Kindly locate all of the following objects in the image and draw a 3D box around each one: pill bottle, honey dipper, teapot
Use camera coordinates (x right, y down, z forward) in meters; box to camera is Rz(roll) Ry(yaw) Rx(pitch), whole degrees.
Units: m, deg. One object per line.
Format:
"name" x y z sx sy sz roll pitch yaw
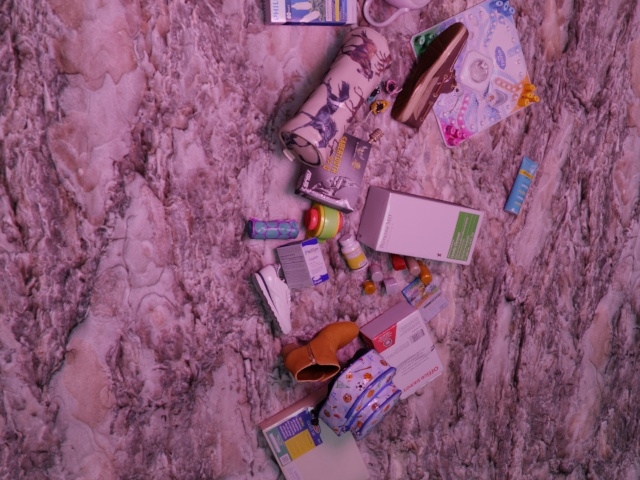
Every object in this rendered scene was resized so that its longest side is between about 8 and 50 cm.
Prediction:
"pill bottle" 0.106 0.039 1.849 0.065 0.065 0.116 -32 111 -12
"honey dipper" 0.136 -0.294 1.807 0.161 0.030 0.030 -43 114 -4
"teapot" 0.226 -0.794 1.648 0.256 0.187 0.252 -50 143 -23

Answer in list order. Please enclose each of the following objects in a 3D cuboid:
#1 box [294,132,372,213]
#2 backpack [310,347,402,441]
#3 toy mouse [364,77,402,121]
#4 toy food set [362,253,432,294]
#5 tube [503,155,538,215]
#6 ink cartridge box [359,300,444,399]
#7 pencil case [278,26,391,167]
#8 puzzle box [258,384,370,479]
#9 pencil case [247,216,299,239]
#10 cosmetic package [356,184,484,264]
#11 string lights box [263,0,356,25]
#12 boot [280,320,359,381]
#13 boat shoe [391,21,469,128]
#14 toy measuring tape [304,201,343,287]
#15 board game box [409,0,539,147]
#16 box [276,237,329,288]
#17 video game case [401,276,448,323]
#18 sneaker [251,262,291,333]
"box" 0.040 -0.217 1.715 0.183 0.056 0.230 21 74 -15
"backpack" 0.128 0.482 1.802 0.277 0.213 0.263 -38 148 -39
"toy mouse" 0.186 -0.464 1.755 0.161 0.031 0.143 -32 144 -16
"toy food set" 0.249 0.102 1.923 0.233 0.104 0.111 -14 122 0
"tube" 0.725 -0.195 2.056 0.080 0.052 0.206 23 87 -35
"ink cartridge box" 0.283 0.380 1.971 0.197 0.114 0.272 -31 110 -14
"pencil case" 0.040 -0.404 1.624 0.160 0.183 0.410 36 79 -15
"puzzle box" -0.012 0.730 1.969 0.272 0.052 0.408 -26 110 -14
"pencil case" -0.145 -0.037 1.733 0.152 0.064 0.070 -2 119 -22
"cosmetic package" 0.326 -0.048 1.869 0.366 0.155 0.196 7 102 -24
"string lights box" -0.030 -0.685 1.622 0.260 0.077 0.133 -8 106 -20
"boot" 0.028 0.362 1.812 0.295 0.211 0.104 -17 108 -18
"boat shoe" 0.360 -0.500 1.758 0.123 0.123 0.341 22 114 -23
"toy measuring tape" 0.000 0.000 1.772 0.122 0.121 0.329 6 100 -23
"board game box" 0.526 -0.562 1.886 0.390 0.050 0.389 -29 111 -13
"box" -0.054 0.069 1.737 0.072 0.126 0.137 -22 98 -41
"video game case" 0.373 0.203 2.021 0.119 0.015 0.166 -39 113 -9
"sneaker" -0.129 0.186 1.783 0.095 0.090 0.234 -29 113 -23
